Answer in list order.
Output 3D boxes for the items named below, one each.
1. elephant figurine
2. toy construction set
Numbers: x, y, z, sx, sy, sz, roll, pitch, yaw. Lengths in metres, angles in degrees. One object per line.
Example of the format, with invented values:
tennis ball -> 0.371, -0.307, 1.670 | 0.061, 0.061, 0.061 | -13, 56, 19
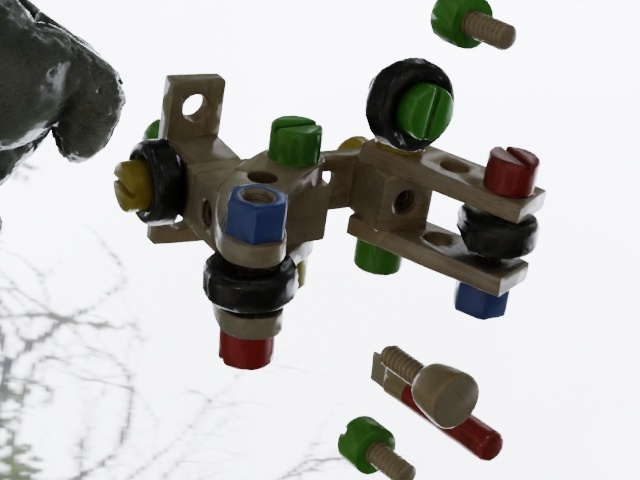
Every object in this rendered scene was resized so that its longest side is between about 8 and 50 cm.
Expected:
elephant figurine -> -0.216, -0.021, 0.881 | 0.239, 0.186, 0.169 | -54, -146, 3
toy construction set -> 0.000, 0.000, 1.233 | 0.257, 0.309, 0.237 | -34, -143, -20
